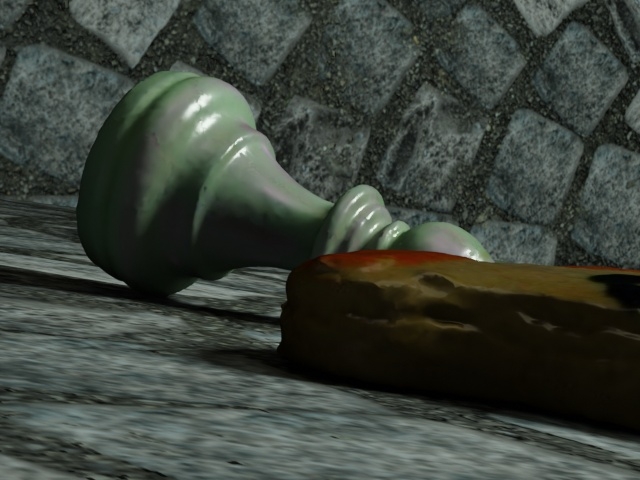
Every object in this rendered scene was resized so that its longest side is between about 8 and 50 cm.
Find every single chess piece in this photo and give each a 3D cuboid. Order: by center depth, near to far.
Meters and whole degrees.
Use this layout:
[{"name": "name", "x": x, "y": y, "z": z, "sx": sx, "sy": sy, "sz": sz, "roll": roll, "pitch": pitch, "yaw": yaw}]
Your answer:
[{"name": "chess piece", "x": 0.000, "y": 0.000, "z": 1.032, "sx": 0.272, "sy": 0.139, "sz": 0.139, "roll": 21, "pitch": 7, "yaw": 25}]

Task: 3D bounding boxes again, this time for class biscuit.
[{"name": "biscuit", "x": 0.222, "y": 0.052, "z": 0.794, "sx": 0.394, "sy": 0.076, "sz": 0.368, "roll": 9, "pitch": 3, "yaw": 40}]

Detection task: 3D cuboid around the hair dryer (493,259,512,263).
[{"name": "hair dryer", "x": 0.099, "y": 0.042, "z": 1.169, "sx": 0.150, "sy": 0.047, "sz": 0.071, "roll": -1, "pitch": 8, "yaw": -40}]
